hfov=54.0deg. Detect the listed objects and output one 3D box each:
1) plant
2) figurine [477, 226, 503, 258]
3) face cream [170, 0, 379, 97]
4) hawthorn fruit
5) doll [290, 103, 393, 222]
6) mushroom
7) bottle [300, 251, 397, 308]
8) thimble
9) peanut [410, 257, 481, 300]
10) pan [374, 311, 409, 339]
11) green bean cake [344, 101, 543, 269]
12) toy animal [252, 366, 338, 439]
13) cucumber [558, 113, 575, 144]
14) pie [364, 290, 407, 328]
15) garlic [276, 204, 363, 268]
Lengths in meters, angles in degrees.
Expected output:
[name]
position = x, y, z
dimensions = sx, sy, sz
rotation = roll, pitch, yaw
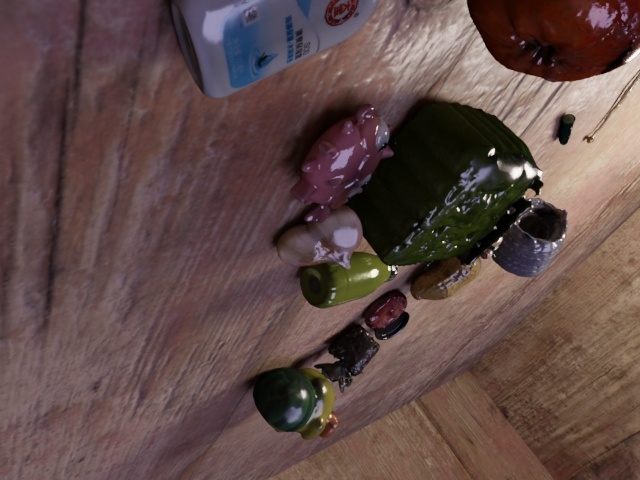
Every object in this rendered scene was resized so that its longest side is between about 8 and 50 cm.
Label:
[plant]
position = 0.086, 0.364, 1.943
dimensions = 0.203, 0.142, 0.131
rotation = -40, 171, -3
[figurine]
position = 0.454, -0.008, 1.775
dimensions = 0.114, 0.144, 0.178
rotation = -10, 156, -38
[face cream]
position = -0.005, -0.290, 0.736
dimensions = 0.337, 0.080, 0.163
rotation = -29, 155, -15
[hawthorn fruit]
position = 0.365, -0.380, 0.870
dimensions = 0.307, 0.276, 0.276
rotation = -55, 154, 3
[doll]
position = 0.034, -0.125, 1.063
dimensions = 0.211, 0.093, 0.262
rotation = -20, 149, -44
[mushroom]
position = 0.824, -0.378, 1.740
dimensions = 0.026, 0.028, 0.286
rotation = 17, 136, -7
[bottle]
position = 0.077, 0.082, 1.463
dimensions = 0.260, 0.112, 0.112
rotation = -10, 145, -44
[thimble]
position = 0.640, -0.014, 1.917
dimensions = 0.236, 0.205, 0.172
rotation = -24, 152, -32
[peanut]
position = 0.382, 0.112, 1.910
dimensions = 0.233, 0.110, 0.197
rotation = -37, 168, 4
[pan]
position = 0.222, 0.255, 2.057
dimensions = 0.136, 0.028, 0.235
rotation = -35, 146, -3
[green bean cake]
position = 0.251, -0.091, 1.264
dimensions = 0.319, 0.218, 0.335
rotation = -7, 140, -47
[toy animal]
position = -0.063, 0.469, 1.864
dimensions = 0.191, 0.216, 0.338
rotation = -50, 147, 2
[cucumber]
position = 0.643, -0.287, 1.648
dimensions = 0.032, 0.032, 0.133
rotation = -36, 157, 0
[pie]
position = 0.202, 0.214, 1.932
dimensions = 0.155, 0.036, 0.154
rotation = -25, 142, -21
[garlic]
position = -0.001, 0.000, 1.228
dimensions = 0.175, 0.099, 0.124
rotation = -25, 136, 3
